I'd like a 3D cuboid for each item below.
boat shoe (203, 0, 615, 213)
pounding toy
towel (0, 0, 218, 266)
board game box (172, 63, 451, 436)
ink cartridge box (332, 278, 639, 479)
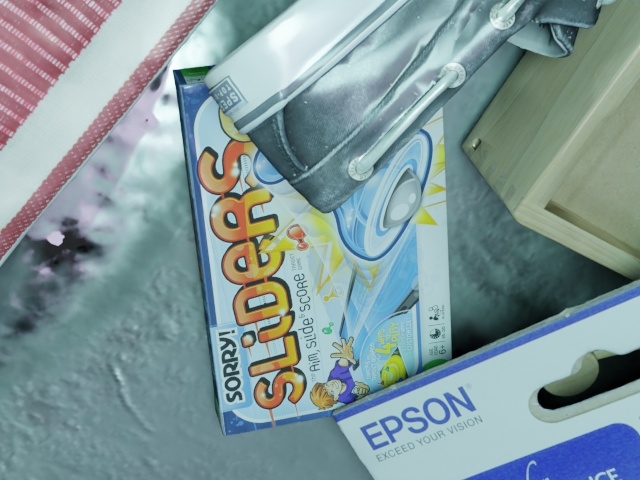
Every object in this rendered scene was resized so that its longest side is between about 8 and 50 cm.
[{"bbox_3d":[0.090,-0.132,0.527,0.301,0.108,0.102,-41,100,-4],"label":"boat shoe"},{"bbox_3d":[0.169,-0.019,0.626,0.181,0.094,0.206,24,112,-26],"label":"pounding toy"},{"bbox_3d":[-0.213,-0.159,0.500,0.329,0.037,0.237,38,98,-25],"label":"towel"},{"bbox_3d":[0.000,0.000,0.617,0.136,0.035,0.201,-10,113,-10],"label":"board game box"},{"bbox_3d":[0.210,0.156,0.607,0.303,0.072,0.307,-27,96,28],"label":"ink cartridge box"}]
